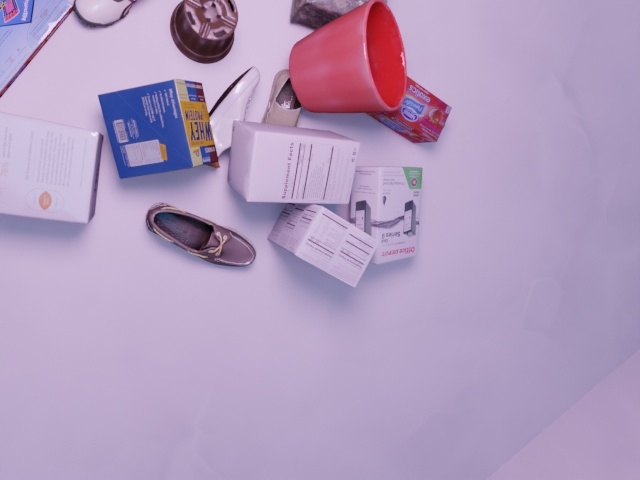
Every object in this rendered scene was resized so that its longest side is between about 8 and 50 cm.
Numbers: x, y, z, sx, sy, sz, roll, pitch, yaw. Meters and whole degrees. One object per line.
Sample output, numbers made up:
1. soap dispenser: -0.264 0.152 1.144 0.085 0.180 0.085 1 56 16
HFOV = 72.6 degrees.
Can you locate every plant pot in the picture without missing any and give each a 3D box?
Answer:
1. plant pot: -0.280 -0.542 1.080 0.167 0.165 0.166 -4 101 -22
2. plant pot: 0.069 -0.456 1.151 0.275 0.243 0.274 6 83 -57

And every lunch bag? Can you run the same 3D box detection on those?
1. lunch bag: 0.064 -0.730 1.187 0.235 0.169 0.286 7 91 -23

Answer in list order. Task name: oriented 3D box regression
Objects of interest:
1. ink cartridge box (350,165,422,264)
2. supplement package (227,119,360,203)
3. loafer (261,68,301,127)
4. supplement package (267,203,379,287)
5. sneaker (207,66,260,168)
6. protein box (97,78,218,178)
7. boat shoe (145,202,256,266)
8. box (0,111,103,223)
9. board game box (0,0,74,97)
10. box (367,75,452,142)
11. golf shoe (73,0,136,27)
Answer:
1. ink cartridge box: 0.204 -0.084 1.353 0.211 0.122 0.289 -8 103 -41
2. supplement package: -0.075 -0.204 1.150 0.293 0.177 0.175 -1 113 -29
3. loafer: -0.107 -0.350 1.222 0.102 0.092 0.268 6 96 -21
4. supplement package: 0.000 0.000 1.236 0.204 0.262 0.145 30 88 -24
5. sneaker: -0.234 -0.325 1.178 0.123 0.106 0.290 35 97 -26
6. protein box: -0.385 -0.267 1.055 0.201 0.136 0.199 -6 104 14
7. boat shoe: -0.317 -0.005 1.197 0.324 0.097 0.116 28 88 -24
8. box: -0.693 -0.173 0.977 0.346 0.168 0.214 8 97 -24
9. board game box: -0.716 -0.480 0.989 0.145 0.027 0.281 38 84 -25
10. box: 0.255 -0.410 1.339 0.257 0.128 0.122 25 90 -24
11. golf shoe: -0.460 -0.608 1.019 0.273 0.120 0.105 -41 114 -10
